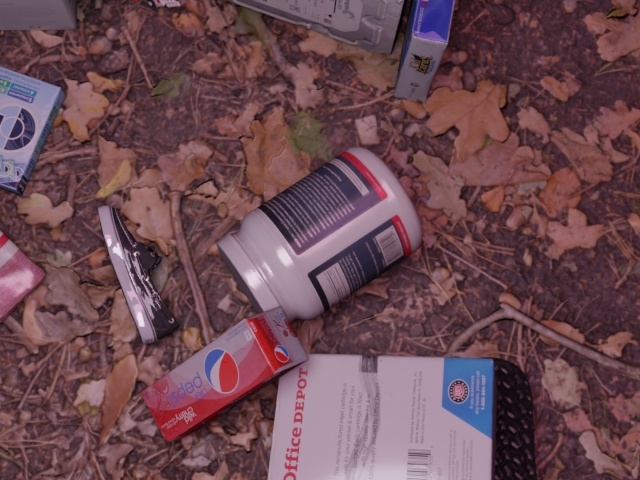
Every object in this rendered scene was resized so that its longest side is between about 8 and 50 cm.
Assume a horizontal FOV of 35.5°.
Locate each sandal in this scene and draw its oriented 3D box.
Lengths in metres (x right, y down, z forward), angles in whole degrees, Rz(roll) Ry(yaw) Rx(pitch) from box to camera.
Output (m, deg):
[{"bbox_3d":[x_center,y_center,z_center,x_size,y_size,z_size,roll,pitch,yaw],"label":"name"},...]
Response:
[{"bbox_3d":[0.253,0.400,1.496,0.167,0.107,0.446,8,65,1],"label":"sandal"}]

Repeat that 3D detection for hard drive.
[{"bbox_3d":[-0.027,-0.413,1.588,0.338,0.237,0.064,19,78,1],"label":"hard drive"}]

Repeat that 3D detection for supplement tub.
[{"bbox_3d":[0.000,0.000,1.518,0.272,0.191,0.191,-33,81,-9],"label":"supplement tub"}]

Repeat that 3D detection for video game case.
[{"bbox_3d":[0.177,-0.389,1.586,0.061,0.244,0.270,11,77,2],"label":"video game case"}]

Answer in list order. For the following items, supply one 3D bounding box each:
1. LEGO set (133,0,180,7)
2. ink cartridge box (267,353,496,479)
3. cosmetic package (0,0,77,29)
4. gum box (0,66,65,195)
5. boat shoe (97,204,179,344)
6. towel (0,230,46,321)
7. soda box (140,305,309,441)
[{"bbox_3d":[-0.308,-0.480,1.619,0.060,0.244,0.183,1,93,36],"label":"LEGO set"},{"bbox_3d":[0.095,0.289,1.436,0.307,0.129,0.223,0,64,12],"label":"ink cartridge box"},{"bbox_3d":[-0.471,-0.484,1.593,0.138,0.225,0.224,-2,78,-2],"label":"cosmetic package"},{"bbox_3d":[-0.523,-0.185,1.617,0.156,0.041,0.185,20,78,2],"label":"gum box"},{"bbox_3d":[-0.280,0.046,1.558,0.076,0.080,0.229,-20,80,-13],"label":"boat shoe"},{"bbox_3d":[-0.610,0.025,1.493,0.237,0.037,0.329,-47,112,-12],"label":"towel"},{"bbox_3d":[-0.143,0.196,1.446,0.263,0.083,0.092,-37,78,35],"label":"soda box"}]
